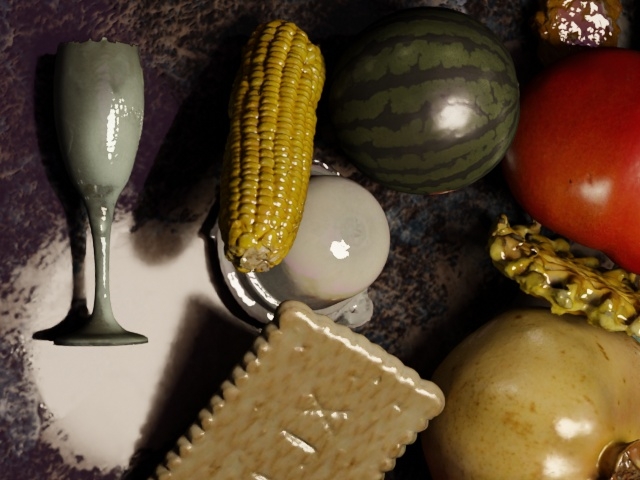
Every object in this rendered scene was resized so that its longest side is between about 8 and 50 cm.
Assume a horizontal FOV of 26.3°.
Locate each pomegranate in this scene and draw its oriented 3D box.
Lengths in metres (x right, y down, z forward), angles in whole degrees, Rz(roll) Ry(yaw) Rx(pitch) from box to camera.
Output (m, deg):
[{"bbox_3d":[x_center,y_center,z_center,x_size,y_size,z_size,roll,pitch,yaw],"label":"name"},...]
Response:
[{"bbox_3d":[0.260,0.223,1.500,0.319,0.319,0.319,0,89,-24],"label":"pomegranate"}]

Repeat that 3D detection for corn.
[{"bbox_3d":[-0.051,-0.103,1.420,0.102,0.102,0.313,23,48,-22],"label":"corn"}]

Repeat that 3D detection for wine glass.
[{"bbox_3d":[-0.147,-0.048,1.435,0.264,0.096,0.309,0,89,-19],"label":"wine glass"}]

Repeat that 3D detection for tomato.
[{"bbox_3d":[0.348,-0.098,1.553,0.298,0.298,0.226,17,110,-23],"label":"tomato"}]

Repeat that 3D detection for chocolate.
[{"bbox_3d":[0.002,0.008,1.483,0.221,0.147,0.221,-1,92,-28],"label":"chocolate"}]

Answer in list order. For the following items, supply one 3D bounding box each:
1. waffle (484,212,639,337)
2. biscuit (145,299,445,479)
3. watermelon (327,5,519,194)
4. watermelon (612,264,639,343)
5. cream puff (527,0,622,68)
[{"bbox_3d":[0.287,0.039,1.535,0.262,0.280,0.060,15,105,-42],"label":"waffle"},{"bbox_3d":[-0.041,0.230,1.447,0.217,0.044,0.325,32,104,-14],"label":"biscuit"},{"bbox_3d":[0.111,-0.151,1.498,0.212,0.212,0.212,0,89,-24],"label":"watermelon"},{"bbox_3d":[0.436,0.035,1.698,0.094,0.154,0.241,43,59,-18],"label":"watermelon"},{"bbox_3d":[0.305,-0.257,1.655,0.116,0.094,0.122,42,97,-15],"label":"cream puff"}]
